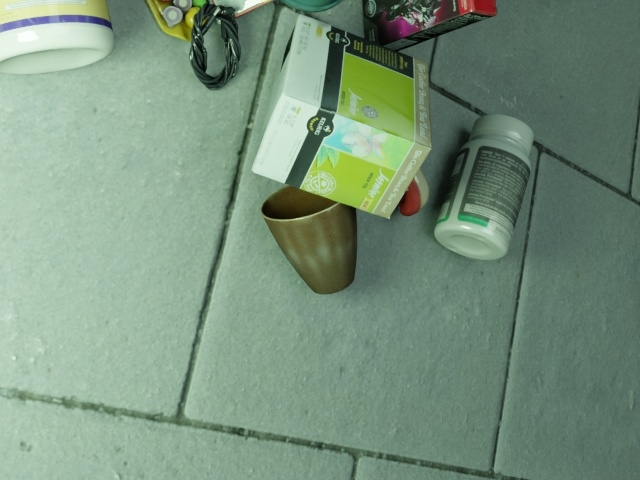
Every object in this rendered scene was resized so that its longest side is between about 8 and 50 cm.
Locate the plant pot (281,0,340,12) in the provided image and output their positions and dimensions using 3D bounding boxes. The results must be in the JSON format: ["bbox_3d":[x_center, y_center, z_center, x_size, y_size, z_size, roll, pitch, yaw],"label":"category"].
[{"bbox_3d":[0.047,-0.741,1.765,0.341,0.334,0.342,3,85,-35],"label":"plant pot"}]

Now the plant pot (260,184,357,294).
[{"bbox_3d":[0.000,0.000,1.770,0.215,0.215,0.231,-36,121,-33],"label":"plant pot"}]

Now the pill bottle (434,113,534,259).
[{"bbox_3d":[0.453,-0.147,2.098,0.204,0.204,0.361,31,70,-31],"label":"pill bottle"}]

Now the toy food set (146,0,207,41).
[{"bbox_3d":[-0.307,-0.537,1.649,0.128,0.071,0.218,-38,108,-32],"label":"toy food set"}]

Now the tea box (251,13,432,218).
[{"bbox_3d":[0.052,-0.270,1.667,0.323,0.220,0.329,18,43,-10],"label":"tea box"}]

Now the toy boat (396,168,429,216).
[{"bbox_3d":[0.170,-0.159,1.952,0.151,0.151,0.231,-31,106,-2],"label":"toy boat"}]

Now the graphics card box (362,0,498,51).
[{"bbox_3d":[0.252,-0.614,1.883,0.094,0.370,0.233,-6,91,-37],"label":"graphics card box"}]

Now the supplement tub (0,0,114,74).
[{"bbox_3d":[-0.519,-0.486,1.385,0.241,0.241,0.332,-13,95,-36],"label":"supplement tub"}]

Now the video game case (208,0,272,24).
[{"bbox_3d":[-0.137,-0.621,1.676,0.204,0.285,0.025,67,19,-12],"label":"video game case"}]

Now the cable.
[{"bbox_3d":[-0.228,-0.416,1.673,0.150,0.047,0.185,-24,125,-59],"label":"cable"}]
